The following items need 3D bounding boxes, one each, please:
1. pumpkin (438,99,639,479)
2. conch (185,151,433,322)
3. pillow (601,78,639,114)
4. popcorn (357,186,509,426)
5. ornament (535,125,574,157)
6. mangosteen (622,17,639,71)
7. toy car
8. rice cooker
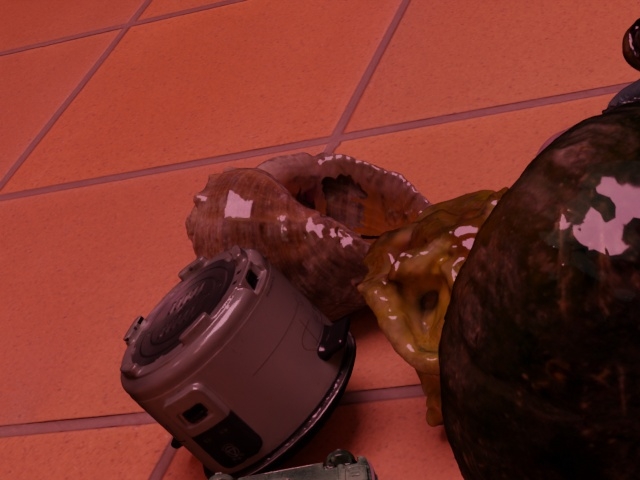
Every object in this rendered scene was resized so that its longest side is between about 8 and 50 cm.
[{"bbox_3d":[0.312,0.088,1.430,0.454,0.454,0.344,-31,31,-14],"label":"pumpkin"},{"bbox_3d":[-0.004,0.013,2.063,0.352,0.210,0.297,25,42,11],"label":"conch"},{"bbox_3d":[0.469,-0.183,2.038,0.214,0.086,0.233,-17,-10,11],"label":"pillow"},{"bbox_3d":[0.184,0.072,1.769,0.293,0.237,0.293,-19,25,9],"label":"popcorn"},{"bbox_3d":[0.352,-0.064,1.960,0.177,0.177,0.177,-18,29,10],"label":"ornament"},{"bbox_3d":[0.538,-0.297,2.203,0.210,0.210,0.210,-18,29,10],"label":"mangosteen"},{"bbox_3d":[-0.044,0.296,1.721,0.224,0.076,0.090,-12,28,4],"label":"toy car"},{"bbox_3d":[-0.090,0.151,1.845,0.280,0.227,0.241,-34,22,27],"label":"rice cooker"}]
